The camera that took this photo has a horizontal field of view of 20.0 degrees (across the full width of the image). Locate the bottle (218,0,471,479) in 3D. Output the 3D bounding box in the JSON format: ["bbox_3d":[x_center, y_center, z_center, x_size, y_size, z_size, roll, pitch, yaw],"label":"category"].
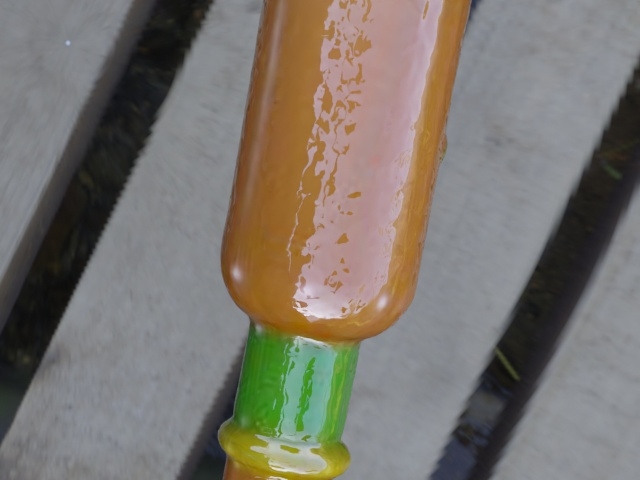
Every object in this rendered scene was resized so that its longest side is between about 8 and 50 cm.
[{"bbox_3d":[0.000,0.000,0.589,0.069,0.069,0.187,11,96,-9],"label":"bottle"}]
